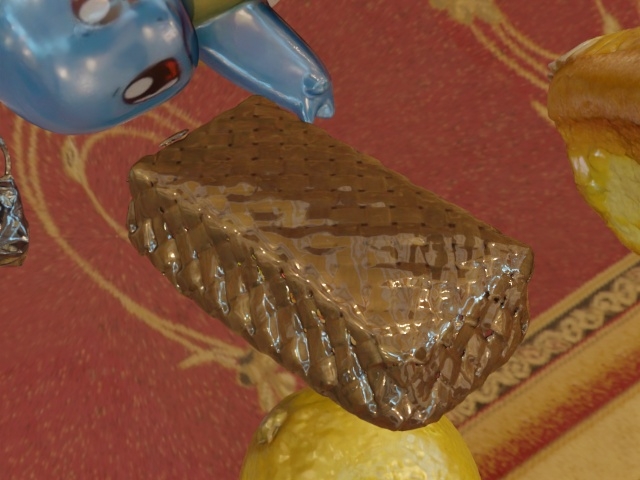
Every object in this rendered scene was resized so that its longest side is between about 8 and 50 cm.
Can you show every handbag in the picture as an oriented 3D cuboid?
[{"bbox_3d":[-0.319,-0.045,1.021,0.115,0.072,0.139,1,86,-15],"label":"handbag"}]

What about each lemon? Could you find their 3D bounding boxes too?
[{"bbox_3d":[0.047,0.288,1.260,0.293,0.293,0.293,0,90,-10],"label":"lemon"}]

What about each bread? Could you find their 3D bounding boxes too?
[{"bbox_3d":[0.236,-0.051,0.595,0.119,0.288,0.153,-31,106,-13],"label":"bread"}]

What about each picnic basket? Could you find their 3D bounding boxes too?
[{"bbox_3d":[0.000,0.000,0.517,0.110,0.193,0.055,-34,141,-34],"label":"picnic basket"}]

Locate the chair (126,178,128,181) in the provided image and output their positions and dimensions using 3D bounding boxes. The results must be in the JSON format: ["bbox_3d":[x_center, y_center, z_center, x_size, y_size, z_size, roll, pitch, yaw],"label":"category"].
[{"bbox_3d":[-0.191,-0.069,1.391,0.086,0.037,0.042,-26,132,-27],"label":"chair"}]

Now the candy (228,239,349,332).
[{"bbox_3d":[0.005,0.016,1.445,0.276,0.088,0.146,32,69,-39],"label":"candy"}]

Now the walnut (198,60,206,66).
[{"bbox_3d":[-0.123,-0.231,1.205,0.105,0.124,0.105,1,83,-11],"label":"walnut"}]

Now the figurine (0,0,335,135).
[{"bbox_3d":[-0.077,-0.251,0.751,0.242,0.298,0.416,-3,48,19],"label":"figurine"}]
